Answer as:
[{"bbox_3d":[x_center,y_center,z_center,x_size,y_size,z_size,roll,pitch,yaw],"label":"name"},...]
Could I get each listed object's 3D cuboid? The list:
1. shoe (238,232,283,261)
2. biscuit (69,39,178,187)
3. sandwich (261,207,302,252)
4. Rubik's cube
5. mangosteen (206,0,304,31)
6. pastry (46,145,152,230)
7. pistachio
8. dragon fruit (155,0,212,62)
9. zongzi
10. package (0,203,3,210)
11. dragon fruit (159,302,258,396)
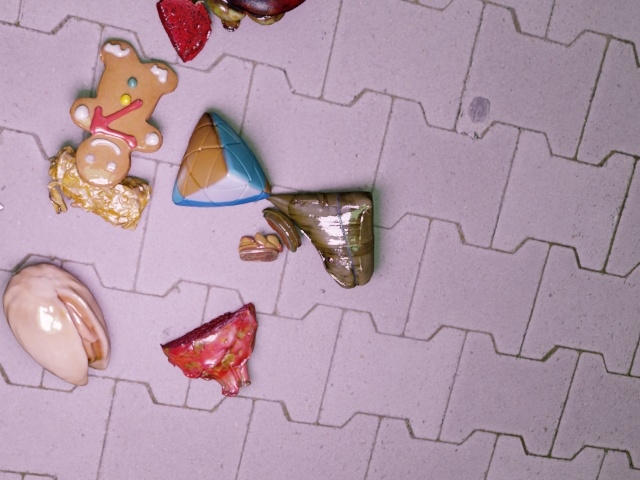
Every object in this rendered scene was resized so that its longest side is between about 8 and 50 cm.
[{"bbox_3d":[-0.153,0.014,1.796,0.109,0.069,0.072,-16,141,4],"label":"shoe"},{"bbox_3d":[-0.457,-0.283,1.635,0.216,0.047,0.340,25,75,-14],"label":"biscuit"},{"bbox_3d":[-0.099,-0.032,1.787,0.135,0.067,0.029,45,59,6],"label":"sandwich"},{"bbox_3d":[-0.199,-0.155,1.680,0.254,0.254,0.255,-2,101,-11],"label":"Rubik's cube"},{"bbox_3d":[-0.137,-0.633,1.590,0.305,0.359,0.306,7,65,-14],"label":"mangosteen"},{"bbox_3d":[-0.532,-0.118,1.678,0.249,0.102,0.154,26,102,-16],"label":"pastry"},{"bbox_3d":[-0.621,0.203,1.689,0.193,0.213,0.318,-41,119,-43],"label":"pistachio"},{"bbox_3d":[-0.315,-0.511,1.658,0.106,0.083,0.162,-32,131,-13],"label":"dragon fruit"},{"bbox_3d":[0.000,0.000,1.808,0.274,0.125,0.251,0,104,5],"label":"zongzi"},{"bbox_3d":[-0.862,-0.086,1.659,0.171,0.027,0.173,-37,106,1],"label":"package"},{"bbox_3d":[-0.247,0.298,1.802,0.262,0.134,0.212,-29,108,-4],"label":"dragon fruit"}]
